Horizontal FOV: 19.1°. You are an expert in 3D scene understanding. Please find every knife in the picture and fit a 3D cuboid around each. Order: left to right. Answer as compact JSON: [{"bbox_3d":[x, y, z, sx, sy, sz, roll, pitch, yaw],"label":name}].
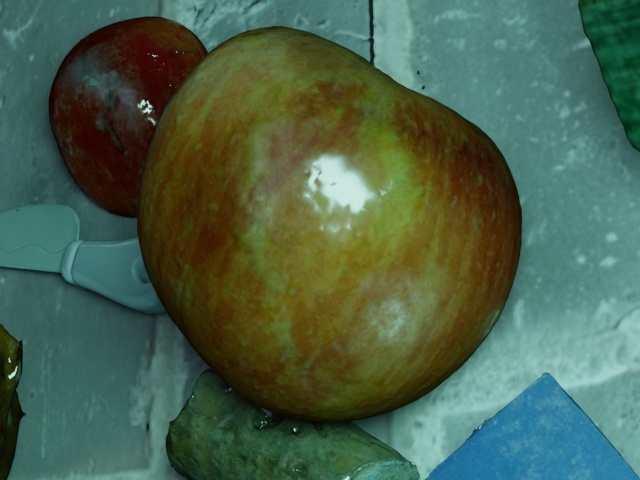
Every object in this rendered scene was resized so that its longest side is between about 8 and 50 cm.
[{"bbox_3d":[-0.243,0.006,1.776,0.331,0.044,0.080,12,80,41],"label":"knife"}]

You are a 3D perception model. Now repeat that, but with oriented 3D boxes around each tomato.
[{"bbox_3d":[-0.187,-0.124,1.743,0.173,0.099,0.189,-1,73,33],"label":"tomato"}]

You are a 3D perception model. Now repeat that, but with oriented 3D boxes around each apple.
[{"bbox_3d":[0.000,0.000,1.447,0.301,0.301,0.302,-13,65,31],"label":"apple"}]

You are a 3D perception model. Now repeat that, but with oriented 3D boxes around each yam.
[{"bbox_3d":[-0.022,0.177,1.507,0.194,0.107,0.107,25,88,38],"label":"yam"}]

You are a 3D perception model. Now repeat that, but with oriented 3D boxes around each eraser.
[{"bbox_3d":[0.095,0.249,1.409,0.312,0.042,0.144,-42,52,4],"label":"eraser"}]

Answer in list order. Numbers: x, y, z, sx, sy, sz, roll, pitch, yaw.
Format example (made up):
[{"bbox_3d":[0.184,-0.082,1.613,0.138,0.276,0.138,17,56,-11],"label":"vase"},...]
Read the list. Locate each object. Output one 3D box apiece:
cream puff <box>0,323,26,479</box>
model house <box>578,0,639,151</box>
[{"bbox_3d":[-0.342,0.166,1.647,0.154,0.269,0.241,8,40,-1],"label":"cream puff"},{"bbox_3d":[0.367,-0.192,1.242,0.382,0.334,0.343,-2,69,45],"label":"model house"}]
